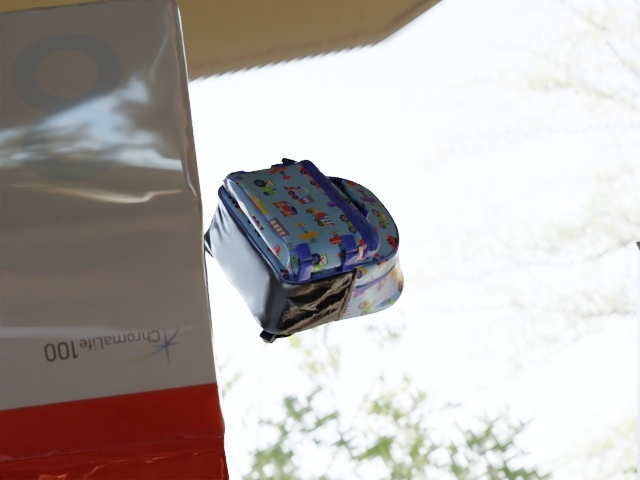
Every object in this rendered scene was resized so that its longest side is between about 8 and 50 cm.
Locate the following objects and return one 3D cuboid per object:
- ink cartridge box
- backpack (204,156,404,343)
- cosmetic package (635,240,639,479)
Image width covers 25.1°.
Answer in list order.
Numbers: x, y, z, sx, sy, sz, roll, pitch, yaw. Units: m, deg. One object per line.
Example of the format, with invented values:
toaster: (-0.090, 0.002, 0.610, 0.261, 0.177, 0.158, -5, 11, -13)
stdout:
ink cartridge box: (-0.211, 0.058, 0.797, 0.308, 0.385, 0.091, -7, -24, -5)
backpack: (0.000, 0.000, 1.325, 0.173, 0.158, 0.117, -10, -43, -31)
cosmetic package: (0.312, 0.187, 1.042, 0.097, 0.284, 0.377, -2, 18, 0)
